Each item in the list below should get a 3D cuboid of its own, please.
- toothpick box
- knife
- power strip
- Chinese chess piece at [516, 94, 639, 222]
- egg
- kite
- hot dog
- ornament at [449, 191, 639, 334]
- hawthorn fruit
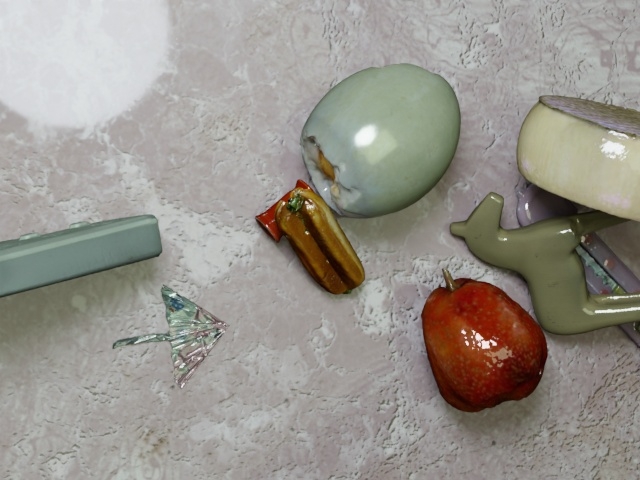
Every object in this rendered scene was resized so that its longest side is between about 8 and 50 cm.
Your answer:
[{"bbox_3d":[-0.042,-0.040,1.367,0.083,0.047,0.047,-41,99,-10],"label":"toothpick box"},{"bbox_3d":[0.419,0.065,1.480,0.398,0.038,0.132,45,79,-9],"label":"knife"},{"bbox_3d":[-0.341,0.021,1.230,0.265,0.193,0.059,-17,99,-49],"label":"power strip"},{"bbox_3d":[0.393,-0.109,1.353,0.270,0.270,0.112,10,107,-13],"label":"Chinese chess piece"},{"bbox_3d":[0.087,-0.134,1.328,0.217,0.183,0.183,-30,97,-16],"label":"egg"},{"bbox_3d":[-0.195,0.126,1.355,0.156,0.011,0.139,-7,90,-13],"label":"kite"},{"bbox_3d":[0.000,0.000,1.347,0.072,0.055,0.188,-18,128,19],"label":"hot dog"},{"bbox_3d":[0.317,0.026,1.417,0.245,0.061,0.230,-13,111,21],"label":"ornament"},{"bbox_3d":[0.217,0.138,1.375,0.173,0.173,0.179,-7,54,-13],"label":"hawthorn fruit"}]
